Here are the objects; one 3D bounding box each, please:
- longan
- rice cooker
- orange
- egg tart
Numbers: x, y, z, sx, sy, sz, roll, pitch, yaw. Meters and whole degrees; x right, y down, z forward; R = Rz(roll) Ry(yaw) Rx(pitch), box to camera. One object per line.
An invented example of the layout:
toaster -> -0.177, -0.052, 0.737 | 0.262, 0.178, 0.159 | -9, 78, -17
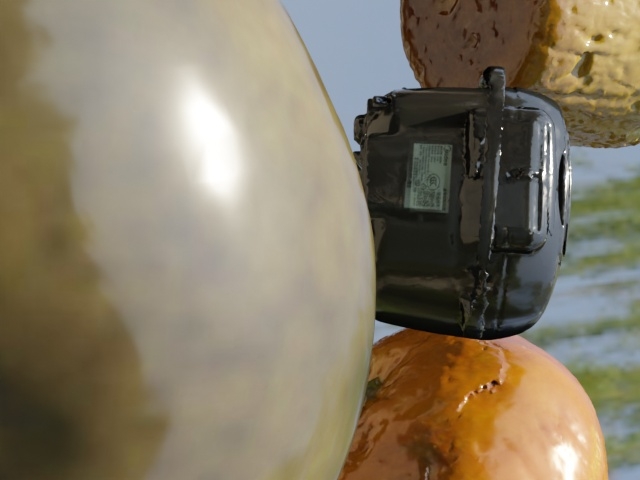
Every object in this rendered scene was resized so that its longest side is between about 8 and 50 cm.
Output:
longan -> -0.072, 0.007, 0.376 | 0.187, 0.167, 0.167 | 93, -25, -43
rice cooker -> 0.074, -0.017, 1.027 | 0.203, 0.118, 0.142 | 91, 2, -75
orange -> 0.091, 0.195, 1.459 | 0.226, 0.284, 0.284 | 53, -17, -22
egg tart -> 0.148, -0.159, 1.238 | 0.202, 0.147, 0.203 | 0, -89, 54
